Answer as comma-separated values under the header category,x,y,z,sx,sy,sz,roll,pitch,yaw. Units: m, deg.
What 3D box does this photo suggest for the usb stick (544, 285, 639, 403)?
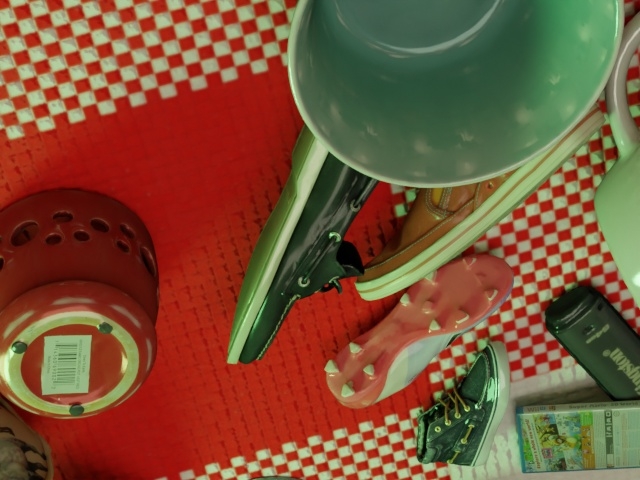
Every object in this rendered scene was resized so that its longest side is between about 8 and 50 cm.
category,x,y,z,sx,sy,sz,roll,pitch,yaw
usb stick,0.359,0.151,1.948,0.077,0.045,0.278,-35,125,15

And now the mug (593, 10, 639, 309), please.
category,x,y,z,sx,sy,sz,roll,pitch,yaw
mug,0.438,-0.086,1.679,0.328,0.276,0.374,-27,97,17

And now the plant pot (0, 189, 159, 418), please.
category,x,y,z,sx,sy,sz,roll,pitch,yaw
plant pot,-0.251,0.071,1.675,0.191,0.174,0.191,-8,128,-10

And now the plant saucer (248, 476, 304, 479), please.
category,x,y,z,sx,sy,sz,roll,pitch,yaw
plant saucer,-0.065,0.370,2.022,0.195,0.037,0.195,-6,127,-8

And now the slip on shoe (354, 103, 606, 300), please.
category,x,y,z,sx,sy,sz,roll,pitch,yaw
slip on shoe,0.149,-0.054,1.723,0.101,0.123,0.331,49,119,6

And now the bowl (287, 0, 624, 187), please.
category,x,y,z,sx,sy,sz,roll,pitch,yaw
bowl,0.109,-0.220,1.544,0.311,0.163,0.311,-6,126,-9

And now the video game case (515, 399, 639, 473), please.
category,x,y,z,sx,sy,sz,roll,pitch,yaw
video game case,0.321,0.236,1.989,0.166,0.015,0.119,-4,136,8

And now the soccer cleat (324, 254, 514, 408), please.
category,x,y,z,sx,sy,sz,roll,pitch,yaw
soccer cleat,0.114,0.102,1.849,0.248,0.083,0.095,-38,154,10

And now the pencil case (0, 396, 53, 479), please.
category,x,y,z,sx,sy,sz,roll,pitch,yaw
pencil case,-0.498,0.304,1.794,0.410,0.160,0.183,-34,143,13

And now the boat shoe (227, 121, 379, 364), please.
category,x,y,z,sx,sy,sz,roll,pitch,yaw
boat shoe,0.000,-0.002,1.705,0.113,0.127,0.340,18,111,-11

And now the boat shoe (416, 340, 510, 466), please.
category,x,y,z,sx,sy,sz,roll,pitch,yaw
boat shoe,0.164,0.195,1.924,0.083,0.065,0.183,-1,127,-14
